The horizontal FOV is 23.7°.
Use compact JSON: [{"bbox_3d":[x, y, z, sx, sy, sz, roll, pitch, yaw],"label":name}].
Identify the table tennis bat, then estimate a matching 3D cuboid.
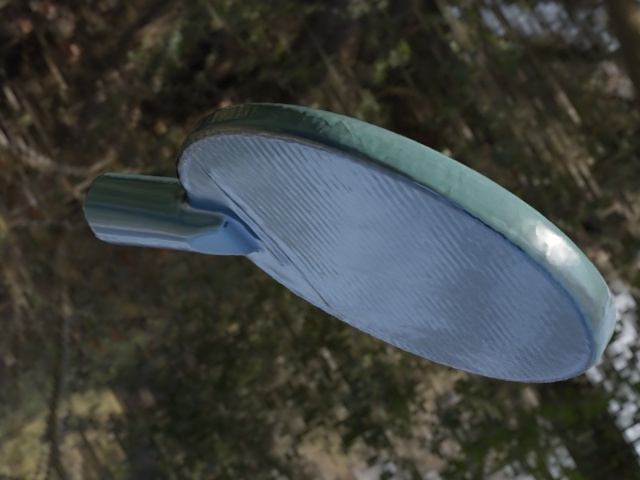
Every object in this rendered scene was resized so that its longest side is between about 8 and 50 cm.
[{"bbox_3d":[0.000,0.000,0.780,0.329,0.215,0.044,10,-117,41],"label":"table tennis bat"}]
